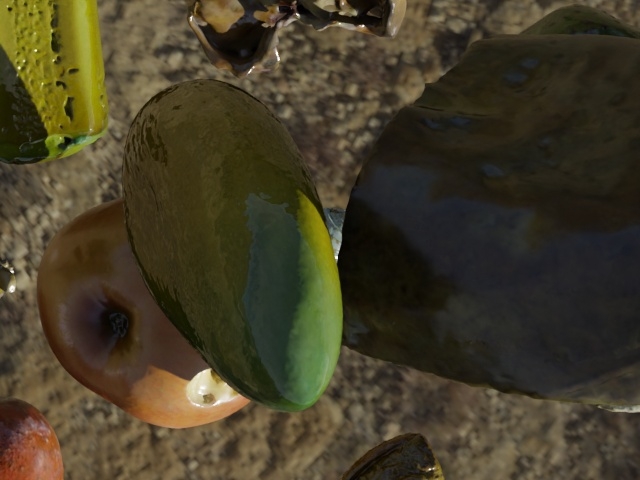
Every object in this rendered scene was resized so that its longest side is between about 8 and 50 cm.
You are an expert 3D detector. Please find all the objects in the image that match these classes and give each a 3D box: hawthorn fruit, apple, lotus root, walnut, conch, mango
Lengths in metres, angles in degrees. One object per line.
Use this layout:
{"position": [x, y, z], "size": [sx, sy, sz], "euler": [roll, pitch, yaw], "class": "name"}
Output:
{"position": [-0.451, 0.305, 1.914], "size": [0.231, 0.235, 0.263], "euler": [-35, 144, -39], "class": "hawthorn fruit"}
{"position": [-0.153, 0.067, 1.417], "size": [0.241, 0.242, 0.242], "euler": [-8, 115, -66], "class": "apple"}
{"position": [0.182, -0.018, 0.815], "size": [0.267, 0.260, 0.149], "euler": [-37, 133, -45], "class": "lotus root"}
{"position": [-0.030, -0.291, 1.521], "size": [0.238, 0.141, 0.204], "euler": [-12, 133, 22], "class": "walnut"}
{"position": [0.003, 0.002, 1.628], "size": [0.076, 0.056, 0.085], "euler": [5, 123, -54], "class": "conch"}
{"position": [-0.048, -0.008, 0.791], "size": [0.091, 0.237, 0.137], "euler": [-9, 115, -22], "class": "mango"}

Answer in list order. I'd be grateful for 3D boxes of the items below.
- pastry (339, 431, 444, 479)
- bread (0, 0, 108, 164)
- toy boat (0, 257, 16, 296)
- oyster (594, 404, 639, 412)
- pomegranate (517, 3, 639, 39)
{"position": [0.063, 0.218, 1.313], "size": [0.109, 0.057, 0.097], "euler": [-3, 144, -45], "class": "pastry"}
{"position": [-0.315, -0.265, 1.494], "size": [0.166, 0.112, 0.383], "euler": [-12, 114, -24], "class": "bread"}
{"position": [-0.346, -0.005, 1.264], "size": [0.068, 0.226, 0.088], "euler": [-10, 118, -44], "class": "toy boat"}
{"position": [0.269, 0.112, 0.970], "size": [0.163, 0.191, 0.081], "euler": [9, 94, -68], "class": "oyster"}
{"position": [0.340, -0.187, 1.920], "size": [0.254, 0.270, 0.254], "euler": [3, 114, 7], "class": "pomegranate"}
